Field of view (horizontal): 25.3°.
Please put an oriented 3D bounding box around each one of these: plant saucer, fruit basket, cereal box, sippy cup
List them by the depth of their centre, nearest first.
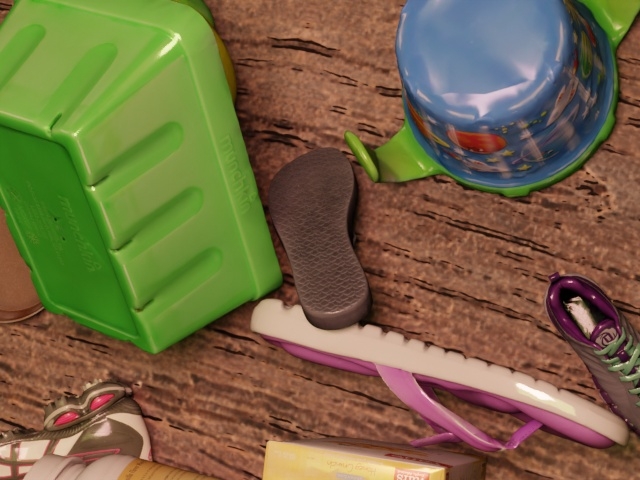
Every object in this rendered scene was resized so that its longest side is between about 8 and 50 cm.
[{"bbox_3d":[0.060,0.226,1.405,0.173,0.240,0.047,6,85,16],"label":"cereal box"},{"bbox_3d":[0.176,-0.177,1.435,0.240,0.224,0.305,20,88,16],"label":"sippy cup"},{"bbox_3d":[-0.170,-0.124,1.487,0.283,0.392,0.392,18,88,32],"label":"fruit basket"},{"bbox_3d":[-0.359,0.013,1.660,0.168,0.029,0.168,-2,82,16],"label":"plant saucer"}]

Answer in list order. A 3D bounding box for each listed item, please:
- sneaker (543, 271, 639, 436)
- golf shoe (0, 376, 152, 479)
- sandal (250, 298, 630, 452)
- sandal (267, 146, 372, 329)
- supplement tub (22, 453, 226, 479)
[{"bbox_3d":[0.299,0.124,1.427,0.083,0.098,0.224,-44,74,6],"label":"sneaker"},{"bbox_3d":[-0.316,0.255,1.580,0.273,0.105,0.120,-27,84,11],"label":"golf shoe"},{"bbox_3d":[0.111,0.160,1.446,0.416,0.169,0.102,16,84,29],"label":"sandal"},{"bbox_3d":[-0.001,0.001,1.499,0.097,0.054,0.254,-12,45,6],"label":"sandal"},{"bbox_3d":[-0.151,0.345,1.439,0.316,0.228,0.228,13,86,9],"label":"supplement tub"}]
